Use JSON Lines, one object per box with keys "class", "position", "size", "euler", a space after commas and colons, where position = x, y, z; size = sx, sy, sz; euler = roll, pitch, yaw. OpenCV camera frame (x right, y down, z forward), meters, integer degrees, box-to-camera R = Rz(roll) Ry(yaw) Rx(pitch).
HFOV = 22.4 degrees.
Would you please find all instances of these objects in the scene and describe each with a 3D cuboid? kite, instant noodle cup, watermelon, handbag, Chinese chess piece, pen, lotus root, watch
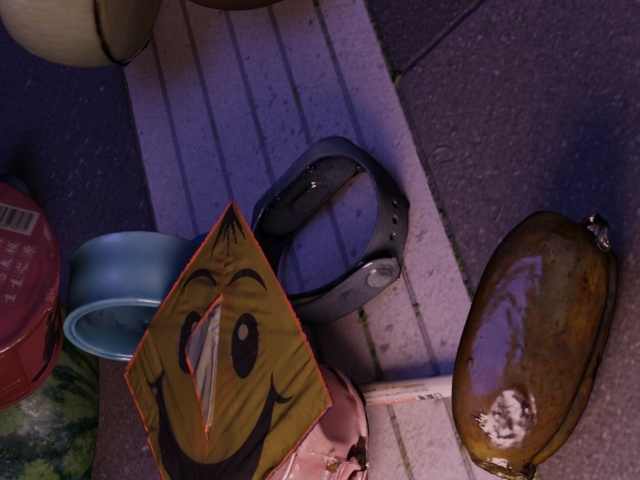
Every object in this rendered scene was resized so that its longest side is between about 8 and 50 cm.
{"class": "kite", "position": [-0.099, 0.120, 1.581], "size": [0.377, 0.013, 0.327], "euler": [-6, 77, 54]}
{"class": "instant noodle cup", "position": [-0.384, 0.072, 1.755], "size": [0.235, 0.178, 0.234], "euler": [-1, 60, 2]}
{"class": "watermelon", "position": [-0.384, 0.196, 1.933], "size": [0.201, 0.213, 0.261], "euler": [-33, 49, 35]}
{"class": "handbag", "position": [-0.041, 0.196, 1.594], "size": [0.205, 0.116, 0.179], "euler": [-9, 74, 52]}
{"class": "Chinese chess piece", "position": [-0.282, -0.389, 2.024], "size": [0.146, 0.349, 0.349], "euler": [12, 78, 10]}
{"class": "pen", "position": [0.092, 0.144, 1.564], "size": [0.218, 0.026, 0.026], "euler": [-12, 63, 45]}
{"class": "lotus root", "position": [0.183, 0.087, 1.407], "size": [0.123, 0.124, 0.241], "euler": [18, 84, 32]}
{"class": "watch", "position": [0.000, 0.000, 1.709], "size": [0.206, 0.068, 0.193], "euler": [-41, 44, 25]}
{"class": "watch", "position": [-0.194, 0.074, 1.792], "size": [0.211, 0.193, 0.211], "euler": [-25, 53, 37]}

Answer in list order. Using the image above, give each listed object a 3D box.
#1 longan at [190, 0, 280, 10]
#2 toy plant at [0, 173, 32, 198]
{"class": "longan", "position": [-0.097, -0.387, 1.881], "size": [0.258, 0.258, 0.258], "euler": [-24, 55, 40]}
{"class": "toy plant", "position": [-0.523, -0.023, 2.201], "size": [0.247, 0.247, 0.332], "euler": [-12, 59, 45]}
